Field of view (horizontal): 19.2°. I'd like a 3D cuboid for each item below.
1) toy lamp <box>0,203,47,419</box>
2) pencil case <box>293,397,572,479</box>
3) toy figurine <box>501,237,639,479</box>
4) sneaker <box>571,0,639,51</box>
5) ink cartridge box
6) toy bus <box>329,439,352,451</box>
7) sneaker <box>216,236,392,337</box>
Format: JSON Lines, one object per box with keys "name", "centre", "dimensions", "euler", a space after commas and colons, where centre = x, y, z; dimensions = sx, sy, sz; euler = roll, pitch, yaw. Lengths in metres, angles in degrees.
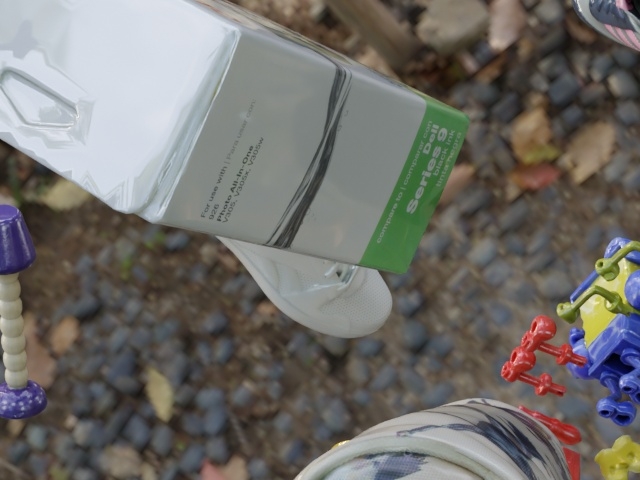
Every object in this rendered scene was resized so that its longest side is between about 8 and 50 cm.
{"name": "toy lamp", "centre": [-0.381, 0.086, 2.315], "dimensions": [0.080, 0.274, 0.080], "euler": [1, 27, 0]}
{"name": "pencil case", "centre": [0.073, 0.195, 1.239], "dimensions": [0.160, 0.410, 0.183], "euler": [45, 95, 9]}
{"name": "toy figurine", "centre": [0.292, 0.056, 1.882], "dimensions": [0.217, 0.191, 0.362], "euler": [-81, 17, -44]}
{"name": "sneaker", "centre": [0.294, -0.217, 1.650], "dimensions": [0.319, 0.131, 0.112], "euler": [31, 104, 58]}
{"name": "ink cartridge box", "centre": [-0.071, -0.085, 1.156], "dimensions": [0.211, 0.289, 0.121], "euler": [29, 98, 29]}
{"name": "toy bus", "centre": [0.097, 0.222, 1.636], "dimensions": [0.191, 0.202, 0.104], "euler": [1, 75, 0]}
{"name": "sneaker", "centre": [0.000, 0.000, 1.988], "dimensions": [0.169, 0.292, 0.108], "euler": [-14, 44, 52]}
